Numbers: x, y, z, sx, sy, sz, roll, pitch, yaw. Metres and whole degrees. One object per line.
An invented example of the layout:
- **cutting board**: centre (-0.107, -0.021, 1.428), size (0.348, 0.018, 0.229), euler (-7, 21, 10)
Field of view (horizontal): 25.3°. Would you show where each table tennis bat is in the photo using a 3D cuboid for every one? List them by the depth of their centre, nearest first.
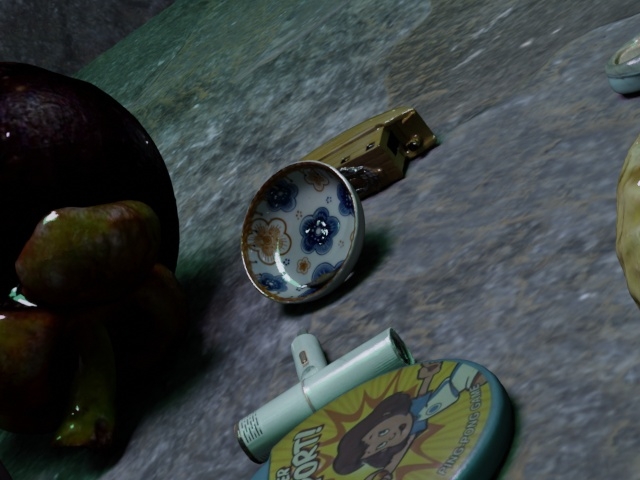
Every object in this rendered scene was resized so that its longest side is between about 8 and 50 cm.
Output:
- **table tennis bat**: centre (-0.007, 0.191, 1.026), size (0.329, 0.044, 0.215), euler (-32, 22, 14)

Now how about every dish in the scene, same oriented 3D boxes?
- **dish**: centre (0.000, 0.000, 1.384), size (0.141, 0.078, 0.141), euler (-13, 69, 35)

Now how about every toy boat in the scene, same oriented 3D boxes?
- **toy boat**: centre (0.030, -0.075, 1.501), size (0.200, 0.057, 0.077), euler (-27, 30, 31)

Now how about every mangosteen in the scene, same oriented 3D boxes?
- **mangosteen**: centre (-0.312, 0.024, 1.462), size (0.382, 0.382, 0.435), euler (-38, 37, 2)

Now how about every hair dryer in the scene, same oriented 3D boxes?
- **hair dryer**: centre (0.006, 0.097, 1.203), size (0.154, 0.044, 0.183), euler (-31, 19, 15)

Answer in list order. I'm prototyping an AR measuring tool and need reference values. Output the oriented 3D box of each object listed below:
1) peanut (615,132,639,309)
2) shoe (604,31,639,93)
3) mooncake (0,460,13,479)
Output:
- **peanut**: centre (0.264, -0.053, 0.914), size (0.140, 0.153, 0.325), euler (-19, 34, 32)
- **shoe**: centre (0.317, -0.190, 1.220), size (0.195, 0.078, 0.079), euler (-25, 23, 42)
- **mooncake**: centre (-0.377, 0.307, 1.267), size (0.283, 0.141, 0.283), euler (-33, 12, 8)
